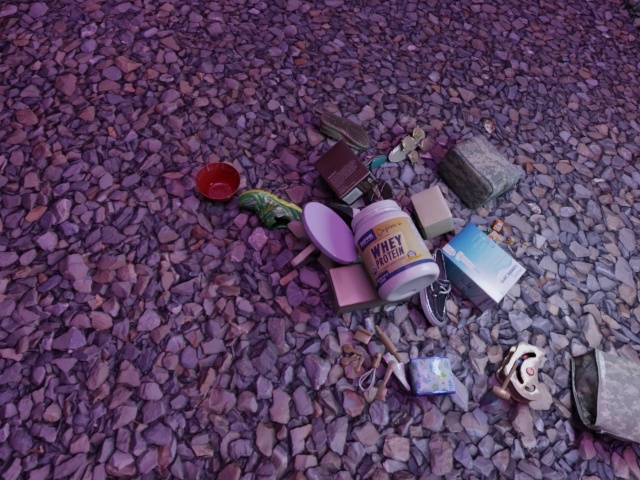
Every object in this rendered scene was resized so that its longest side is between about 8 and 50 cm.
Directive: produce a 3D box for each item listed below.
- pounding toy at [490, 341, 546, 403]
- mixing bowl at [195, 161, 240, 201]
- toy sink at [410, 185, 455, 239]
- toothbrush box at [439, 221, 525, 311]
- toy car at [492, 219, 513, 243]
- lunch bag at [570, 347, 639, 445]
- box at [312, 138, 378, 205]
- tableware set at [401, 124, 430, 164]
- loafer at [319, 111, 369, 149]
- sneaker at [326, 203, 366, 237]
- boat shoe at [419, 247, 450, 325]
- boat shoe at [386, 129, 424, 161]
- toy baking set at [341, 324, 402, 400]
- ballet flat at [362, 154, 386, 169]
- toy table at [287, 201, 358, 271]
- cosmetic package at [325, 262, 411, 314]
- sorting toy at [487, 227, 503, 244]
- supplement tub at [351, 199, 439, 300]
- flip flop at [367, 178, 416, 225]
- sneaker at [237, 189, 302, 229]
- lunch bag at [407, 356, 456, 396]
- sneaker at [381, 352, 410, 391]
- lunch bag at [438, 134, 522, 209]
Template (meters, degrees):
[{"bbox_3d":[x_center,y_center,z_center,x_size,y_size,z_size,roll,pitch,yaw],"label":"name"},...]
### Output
[{"bbox_3d":[0.748,0.491,1.465,0.154,0.155,0.269,37,64,16],"label":"pounding toy"},{"bbox_3d":[-0.423,-0.226,1.689,0.181,0.098,0.181,3,63,-6],"label":"mixing bowl"},{"bbox_3d":[0.478,-0.103,1.726,0.131,0.234,0.153,-23,67,14],"label":"toy sink"},{"bbox_3d":[0.644,0.105,1.661,0.216,0.126,0.295,-39,74,-24],"label":"toothbrush box"},{"bbox_3d":[0.832,-0.048,1.814,0.060,0.040,0.122,-37,75,-27],"label":"toy car"},{"bbox_3d":[1.066,0.577,1.462,0.235,0.169,0.287,18,58,1],"label":"lunch bag"},{"bbox_3d":[0.110,-0.287,1.726,0.167,0.168,0.203,-40,73,12],"label":"box"},{"bbox_3d":[0.455,-0.457,1.920,0.168,0.020,0.141,-44,118,-18],"label":"tableware set"},{"bbox_3d":[0.111,-0.516,1.922,0.268,0.092,0.102,29,66,-11],"label":"loafer"},{"bbox_3d":[0.179,-0.081,1.708,0.330,0.122,0.146,25,45,6],"label":"sneaker"},{"bbox_3d":[0.458,0.179,1.578,0.108,0.102,0.301,12,68,-39],"label":"boat shoe"},{"bbox_3d":[0.401,-0.457,1.952,0.233,0.084,0.079,-41,37,-17],"label":"boat shoe"},{"bbox_3d":[0.190,0.434,1.455,0.197,0.030,0.256,-37,56,-6],"label":"toy baking set"},{"bbox_3d":[0.213,-0.356,1.864,0.213,0.072,0.068,-34,68,-22],"label":"ballet flat"},{"bbox_3d":[0.000,0.000,1.566,0.252,0.161,0.274,-29,84,-43],"label":"toy table"},{"bbox_3d":[0.191,0.174,1.570,0.309,0.113,0.160,-11,64,-12],"label":"cosmetic package"},{"bbox_3d":[0.770,-0.019,1.807,0.062,0.012,0.083,-32,72,-21],"label":"sorting toy"},{"bbox_3d":[0.259,0.034,1.459,0.228,0.228,0.316,-16,63,-16],"label":"supplement tub"},{"bbox_3d":[0.310,-0.153,1.769,0.112,0.080,0.277,-44,79,3],"label":"flip flop"},{"bbox_3d":[-0.208,-0.118,1.659,0.295,0.109,0.123,20,58,2],"label":"sneaker"},{"bbox_3d":[0.400,0.488,1.450,0.151,0.096,0.129,-5,64,0],"label":"lunch bag"},{"bbox_3d":[0.285,0.473,1.465,0.061,0.054,0.152,-25,69,-22],"label":"sneaker"},{"bbox_3d":[0.739,-0.325,1.844,0.256,0.212,0.305,-30,72,-20],"label":"lunch bag"}]
